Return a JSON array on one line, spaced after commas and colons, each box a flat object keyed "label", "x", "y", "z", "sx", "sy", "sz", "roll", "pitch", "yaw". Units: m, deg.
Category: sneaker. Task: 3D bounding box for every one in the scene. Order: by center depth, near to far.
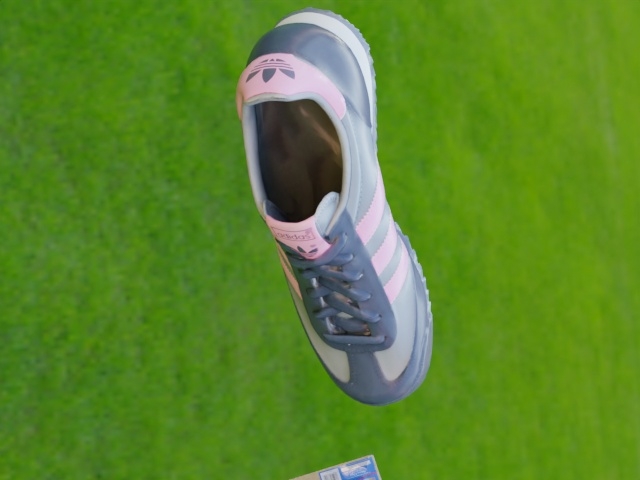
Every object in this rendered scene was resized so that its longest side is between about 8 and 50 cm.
[{"label": "sneaker", "x": 0.000, "y": 0.000, "z": 1.162, "sx": 0.131, "sy": 0.112, "sz": 0.319, "roll": -55, "pitch": 133, "yaw": -59}]

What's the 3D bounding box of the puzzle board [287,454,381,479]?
[{"label": "puzzle board", "x": 0.002, "y": 0.257, "z": 1.430, "sx": 0.011, "sy": 0.128, "sz": 0.096, "roll": 106, "pitch": -34, "yaw": -71}]
